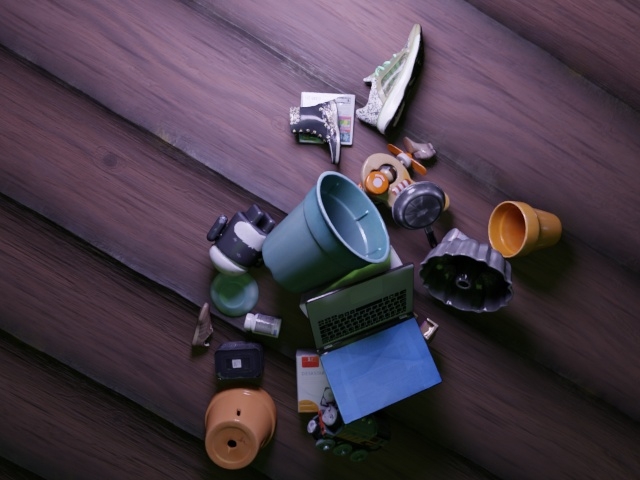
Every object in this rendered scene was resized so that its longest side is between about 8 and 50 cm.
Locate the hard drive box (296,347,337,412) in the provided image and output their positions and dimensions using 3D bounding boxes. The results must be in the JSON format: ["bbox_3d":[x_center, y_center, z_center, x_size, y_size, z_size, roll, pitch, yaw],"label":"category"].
[{"bbox_3d":[-0.004,0.552,1.633,0.181,0.089,0.232,-2,97,0],"label":"hard drive box"}]

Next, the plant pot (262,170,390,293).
[{"bbox_3d":[0.000,0.000,1.397,0.334,0.341,0.341,-35,96,33],"label":"plant pot"}]

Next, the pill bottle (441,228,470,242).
[{"bbox_3d":[0.548,0.033,1.565,0.160,0.087,0.087,37,96,-3],"label":"pill bottle"}]

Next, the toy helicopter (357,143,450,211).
[{"bbox_3d":[0.318,-0.212,1.513,0.355,0.140,0.235,24,77,-7],"label":"toy helicopter"}]

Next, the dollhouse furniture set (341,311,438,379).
[{"bbox_3d":[0.251,0.379,1.623,0.303,0.198,0.286,36,72,27],"label":"dollhouse furniture set"}]

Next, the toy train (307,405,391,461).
[{"bbox_3d":[0.113,0.731,1.584,0.334,0.142,0.190,32,112,-28],"label":"toy train"}]

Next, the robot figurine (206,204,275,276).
[{"bbox_3d":[-0.290,0.003,1.532,0.209,0.173,0.278,39,96,8],"label":"robot figurine"}]

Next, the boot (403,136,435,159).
[{"bbox_3d":[0.374,-0.350,1.545,0.087,0.042,0.118,-19,70,-16],"label":"boot"}]

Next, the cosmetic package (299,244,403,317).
[{"bbox_3d":[0.121,0.170,1.525,0.385,0.217,0.156,-33,96,2],"label":"cosmetic package"}]

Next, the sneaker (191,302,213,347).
[{"bbox_3d":[-0.457,0.336,1.634,0.071,0.066,0.188,15,102,-18],"label":"sneaker"}]

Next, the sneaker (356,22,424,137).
[{"bbox_3d":[0.245,-0.592,1.478,0.182,0.158,0.410,22,92,16],"label":"sneaker"}]

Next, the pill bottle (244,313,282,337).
[{"bbox_3d":[-0.226,0.332,1.614,0.137,0.078,0.078,12,97,-1],"label":"pill bottle"}]

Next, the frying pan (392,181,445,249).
[{"bbox_3d":[0.357,-0.062,1.492,0.197,0.053,0.326,-8,125,-5],"label":"frying pan"}]

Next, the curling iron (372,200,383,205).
[{"bbox_3d":[0.258,-0.146,1.572,0.274,0.035,0.068,-12,93,2],"label":"curling iron"}]

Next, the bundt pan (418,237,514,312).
[{"bbox_3d":[0.533,0.115,1.488,0.331,0.331,0.124,35,57,-3],"label":"bundt pan"}]

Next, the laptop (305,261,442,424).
[{"bbox_3d":[0.190,0.342,1.364,0.382,0.236,0.408,-19,132,-11],"label":"laptop"}]

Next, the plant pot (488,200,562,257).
[{"bbox_3d":[0.762,-0.040,1.511,0.188,0.205,0.205,0,97,-14],"label":"plant pot"}]

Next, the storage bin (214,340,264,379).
[{"bbox_3d":[-0.319,0.473,1.629,0.180,0.084,0.122,-3,97,0],"label":"storage bin"}]

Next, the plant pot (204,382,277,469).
[{"bbox_3d":[-0.325,0.736,1.601,0.290,0.203,0.291,0,97,2],"label":"plant pot"}]

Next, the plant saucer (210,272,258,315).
[{"bbox_3d":[-0.344,0.210,1.622,0.195,0.037,0.195,0,96,1],"label":"plant saucer"}]

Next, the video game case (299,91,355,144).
[{"bbox_3d":[0.024,-0.457,1.546,0.201,0.023,0.183,3,97,-1],"label":"video game case"}]

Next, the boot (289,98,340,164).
[{"bbox_3d":[-0.017,-0.388,1.501,0.178,0.085,0.236,-5,90,3],"label":"boot"}]
